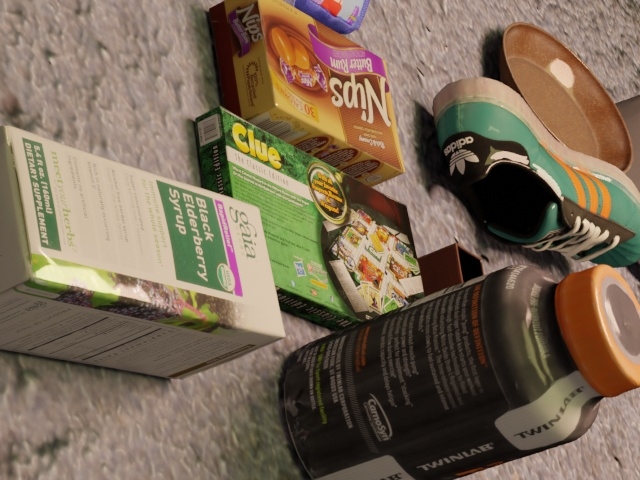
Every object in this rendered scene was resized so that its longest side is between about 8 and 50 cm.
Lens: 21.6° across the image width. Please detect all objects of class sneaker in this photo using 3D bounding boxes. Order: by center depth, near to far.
[{"bbox_3d":[0.214,-0.031,1.610,0.302,0.108,0.121,32,44,-35],"label":"sneaker"}]

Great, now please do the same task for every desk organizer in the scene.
[{"bbox_3d":[0.132,0.049,1.461,0.130,0.050,0.047,29,46,-49],"label":"desk organizer"}]

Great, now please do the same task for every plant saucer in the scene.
[{"bbox_3d":[0.252,-0.142,1.781,0.198,0.036,0.198,32,36,-27],"label":"plant saucer"}]

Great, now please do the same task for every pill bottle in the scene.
[{"bbox_3d":[0.106,0.096,1.179,0.130,0.246,0.130,38,40,-41],"label":"pill bottle"}]

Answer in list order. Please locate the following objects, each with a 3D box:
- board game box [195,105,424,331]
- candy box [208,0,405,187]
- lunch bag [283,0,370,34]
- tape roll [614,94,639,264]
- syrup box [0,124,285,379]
[{"bbox_3d":[0.000,0.000,1.297,0.260,0.030,0.136,26,51,-51],"label":"board game box"},{"bbox_3d":[-0.008,-0.117,1.340,0.187,0.053,0.109,22,52,-51],"label":"candy box"},{"bbox_3d":[-0.034,-0.315,1.381,0.221,0.138,0.293,22,61,-56],"label":"lunch bag"},{"bbox_3d":[0.392,-0.061,1.933,0.219,0.072,0.219,49,31,-43],"label":"tape roll"},{"bbox_3d":[-0.129,0.015,0.996,0.237,0.096,0.093,17,56,-54],"label":"syrup box"}]
